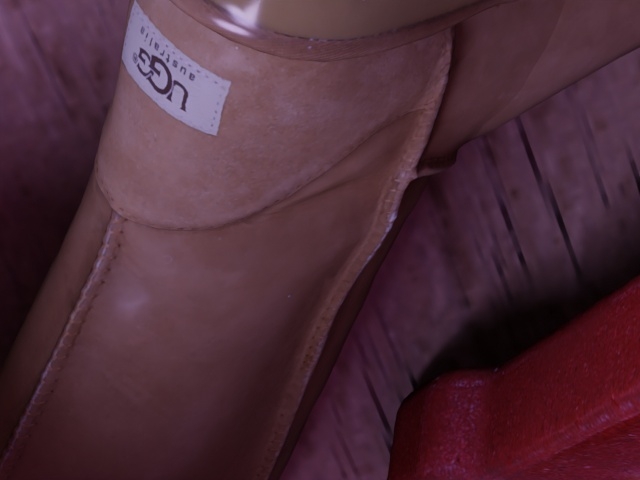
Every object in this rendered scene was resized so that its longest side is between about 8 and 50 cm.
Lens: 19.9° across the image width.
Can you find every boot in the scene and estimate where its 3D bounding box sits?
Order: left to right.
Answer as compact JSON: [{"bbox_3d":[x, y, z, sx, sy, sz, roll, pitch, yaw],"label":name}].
[{"bbox_3d":[0.000,0.000,0.516,0.236,0.089,0.269,-16,142,-40],"label":"boot"}]

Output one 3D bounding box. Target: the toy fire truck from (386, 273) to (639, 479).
[{"bbox_3d":[0.193,0.063,0.517,0.302,0.254,0.169,10,72,-13],"label":"toy fire truck"}]
